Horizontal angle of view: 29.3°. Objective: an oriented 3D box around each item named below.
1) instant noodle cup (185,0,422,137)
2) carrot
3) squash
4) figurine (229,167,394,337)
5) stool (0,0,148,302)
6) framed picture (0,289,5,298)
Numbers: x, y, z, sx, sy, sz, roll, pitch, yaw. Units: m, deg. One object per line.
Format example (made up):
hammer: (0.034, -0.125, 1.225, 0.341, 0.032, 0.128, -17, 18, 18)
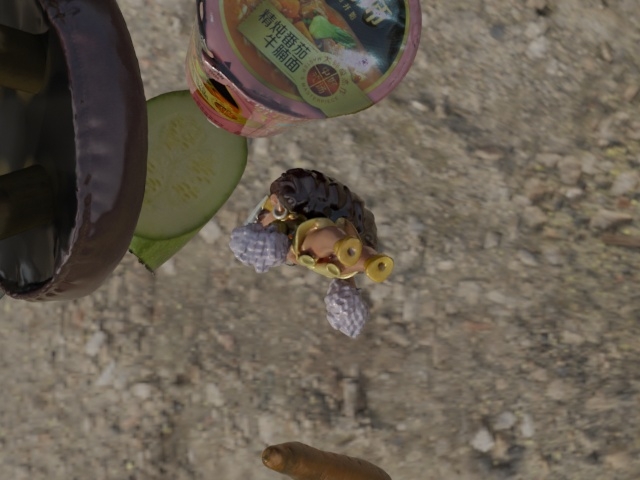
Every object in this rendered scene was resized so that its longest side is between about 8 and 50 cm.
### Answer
instant noodle cup: (-0.044, -0.215, 1.340, 0.255, 0.243, 0.244, 154, 113, -70)
carrot: (0.008, 0.274, 1.450, 0.059, 0.248, 0.059, -18, 59, 33)
squash: (-0.213, -0.103, 1.732, 0.260, 0.189, 0.189, -46, 64, -6)
figurine: (0.000, -0.001, 1.236, 0.116, 0.174, 0.240, -50, 22, 8)
stool: (-0.267, -0.081, 0.927, 0.272, 0.178, 0.272, 9, 102, 51)
framed picture: (-0.589, 0.138, 2.027, 0.016, 0.250, 0.184, 43, 82, -13)
